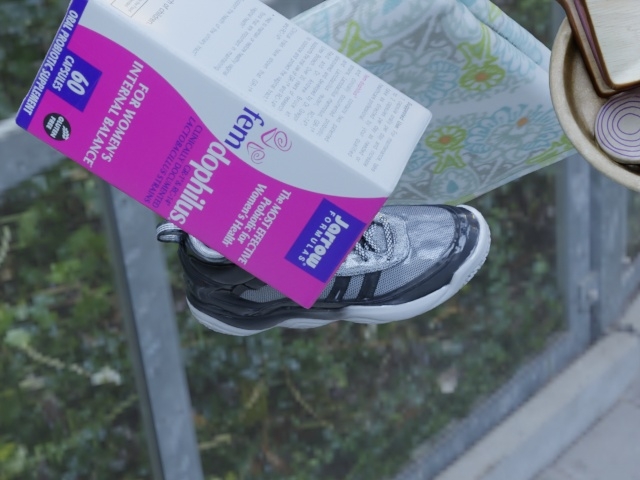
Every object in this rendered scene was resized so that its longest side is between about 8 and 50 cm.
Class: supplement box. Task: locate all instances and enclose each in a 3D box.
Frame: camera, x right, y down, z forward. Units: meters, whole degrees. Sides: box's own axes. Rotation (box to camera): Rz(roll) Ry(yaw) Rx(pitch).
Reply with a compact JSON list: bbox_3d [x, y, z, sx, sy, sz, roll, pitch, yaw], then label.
[{"bbox_3d":[-0.058,-0.077,0.934,0.220,0.111,0.114,32,35,-3],"label":"supplement box"}]

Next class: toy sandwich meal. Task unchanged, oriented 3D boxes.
[{"bbox_3d":[0.106,-0.054,0.440,0.086,0.029,0.085,-2,75,6],"label":"toy sandwich meal"}]

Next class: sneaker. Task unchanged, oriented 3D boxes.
[{"bbox_3d":[0.000,0.000,1.232,0.269,0.153,0.101,-11,58,11],"label":"sneaker"}]

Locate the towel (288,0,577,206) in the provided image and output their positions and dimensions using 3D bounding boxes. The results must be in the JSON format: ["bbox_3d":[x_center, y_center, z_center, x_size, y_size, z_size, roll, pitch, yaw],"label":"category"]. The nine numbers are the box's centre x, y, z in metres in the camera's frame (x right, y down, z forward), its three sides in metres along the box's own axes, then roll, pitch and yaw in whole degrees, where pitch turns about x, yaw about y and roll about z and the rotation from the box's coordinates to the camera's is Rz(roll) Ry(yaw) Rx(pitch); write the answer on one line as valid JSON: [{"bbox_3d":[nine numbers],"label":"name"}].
[{"bbox_3d":[0.065,-0.124,1.466,0.321,0.374,0.090,-27,60,27],"label":"towel"}]
